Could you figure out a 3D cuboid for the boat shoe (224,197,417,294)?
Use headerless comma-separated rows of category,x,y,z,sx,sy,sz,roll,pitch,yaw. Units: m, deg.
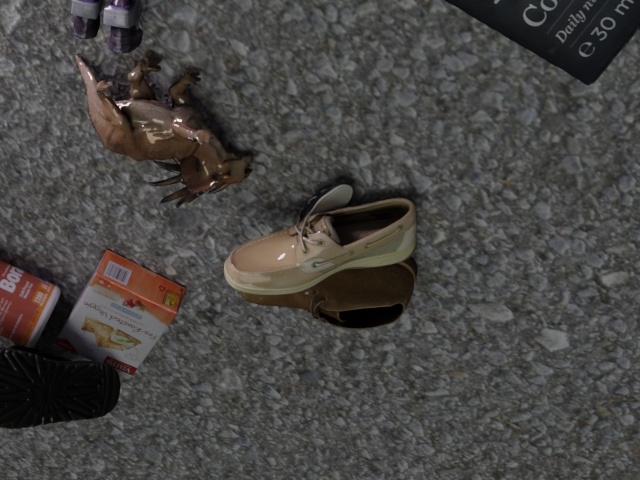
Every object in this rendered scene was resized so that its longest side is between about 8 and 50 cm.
boat shoe,0.000,0.000,1.635,0.302,0.109,0.098,-12,141,-7

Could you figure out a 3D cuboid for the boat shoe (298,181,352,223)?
boat shoe,0.006,-0.058,1.676,0.046,0.038,0.125,11,140,-28

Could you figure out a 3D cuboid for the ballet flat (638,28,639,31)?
ballet flat,0.422,-0.271,1.350,0.213,0.068,0.072,30,133,-16

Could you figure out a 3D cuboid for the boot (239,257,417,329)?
boot,-0.001,0.083,1.761,0.305,0.115,0.112,-3,134,18

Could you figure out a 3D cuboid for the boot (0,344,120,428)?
boot,-0.557,0.249,1.910,0.260,0.131,0.348,6,172,38

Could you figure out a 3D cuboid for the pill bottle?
pill bottle,-0.577,0.093,1.900,0.216,0.121,0.121,26,133,-12

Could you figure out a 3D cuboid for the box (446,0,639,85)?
box,0.191,-0.489,0.995,0.472,0.297,0.480,28,124,-11

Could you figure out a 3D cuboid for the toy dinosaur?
toy dinosaur,-0.245,-0.153,1.591,0.296,0.127,0.200,23,141,-1

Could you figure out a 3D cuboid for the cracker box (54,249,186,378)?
cracker box,-0.358,0.136,1.928,0.156,0.067,0.232,27,134,-13

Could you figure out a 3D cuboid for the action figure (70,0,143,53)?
action figure,-0.277,-0.388,1.389,0.185,0.099,0.285,17,131,7
